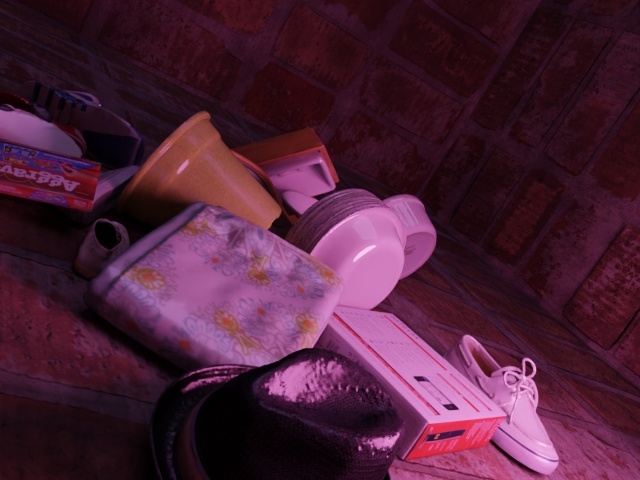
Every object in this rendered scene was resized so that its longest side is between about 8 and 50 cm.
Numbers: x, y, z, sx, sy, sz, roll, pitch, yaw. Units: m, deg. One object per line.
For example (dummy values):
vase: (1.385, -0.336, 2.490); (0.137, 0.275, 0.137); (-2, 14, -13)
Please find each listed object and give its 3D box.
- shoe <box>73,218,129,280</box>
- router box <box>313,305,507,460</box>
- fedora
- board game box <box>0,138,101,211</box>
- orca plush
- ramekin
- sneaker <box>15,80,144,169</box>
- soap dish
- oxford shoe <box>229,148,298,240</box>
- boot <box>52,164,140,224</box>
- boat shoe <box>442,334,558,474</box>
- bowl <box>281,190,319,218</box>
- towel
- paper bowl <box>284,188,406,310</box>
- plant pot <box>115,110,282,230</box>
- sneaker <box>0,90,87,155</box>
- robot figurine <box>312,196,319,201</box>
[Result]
shoe: (-0.361, 0.003, 1.147); (0.076, 0.058, 0.219); (27, 14, -14)
router box: (0.145, 0.255, 1.269); (0.301, 0.082, 0.335); (15, 21, -49)
fedora: (-0.019, 0.222, 0.781); (0.334, 0.152, 0.334); (29, 25, -15)
board game box: (-0.528, -0.125, 1.152); (0.281, 0.027, 0.145); (13, 31, -20)
orca plush: (-0.626, -0.195, 1.324); (0.287, 0.102, 0.151); (2, 75, -44)
ramekin: (0.214, 0.007, 1.960); (0.273, 0.273, 0.127); (15, 34, -49)
sneaker: (-0.563, -0.297, 1.657); (0.315, 0.127, 0.182); (29, 16, -1)
soap dish: (-0.112, -0.191, 1.820); (0.229, 0.291, 0.118); (57, 20, -69)
oxford shoe: (-0.163, -0.065, 1.523); (0.363, 0.130, 0.133); (46, 39, -9)
boot: (-0.446, -0.117, 1.308); (0.123, 0.095, 0.258); (30, 19, 0)
boat shoe: (0.394, 0.316, 1.419); (0.136, 0.156, 0.367); (23, 15, -28)
bowl: (0.000, 0.000, 1.771); (0.298, 0.134, 0.298); (29, 14, -8)
towel: (-0.145, 0.085, 1.089); (0.320, 0.090, 0.374); (30, 30, 5)
paper bowl: (0.063, 0.044, 1.422); (0.284, 0.284, 0.148); (16, 20, -46)
plant pot: (-0.227, -0.078, 1.372); (0.254, 0.276, 0.276); (41, 13, -4)
sneaker: (-0.622, -0.249, 1.499); (0.221, 0.087, 0.128); (40, 2, -15)
robot figurine: (-0.082, -0.101, 1.982); (0.158, 0.128, 0.219); (38, 3, -44)
